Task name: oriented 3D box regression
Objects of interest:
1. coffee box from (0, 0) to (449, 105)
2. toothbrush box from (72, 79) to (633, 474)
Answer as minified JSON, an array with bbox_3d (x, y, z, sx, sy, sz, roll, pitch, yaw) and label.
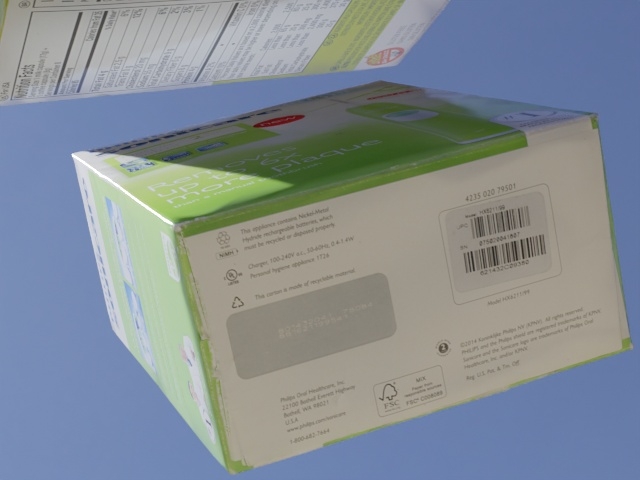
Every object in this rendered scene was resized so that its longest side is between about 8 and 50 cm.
[{"bbox_3d":[-0.078,-0.320,0.945,0.334,0.338,0.338,-9,-15,-20],"label":"coffee box"},{"bbox_3d":[0.000,0.000,0.760,0.206,0.283,0.122,-15,-77,-15],"label":"toothbrush box"}]
